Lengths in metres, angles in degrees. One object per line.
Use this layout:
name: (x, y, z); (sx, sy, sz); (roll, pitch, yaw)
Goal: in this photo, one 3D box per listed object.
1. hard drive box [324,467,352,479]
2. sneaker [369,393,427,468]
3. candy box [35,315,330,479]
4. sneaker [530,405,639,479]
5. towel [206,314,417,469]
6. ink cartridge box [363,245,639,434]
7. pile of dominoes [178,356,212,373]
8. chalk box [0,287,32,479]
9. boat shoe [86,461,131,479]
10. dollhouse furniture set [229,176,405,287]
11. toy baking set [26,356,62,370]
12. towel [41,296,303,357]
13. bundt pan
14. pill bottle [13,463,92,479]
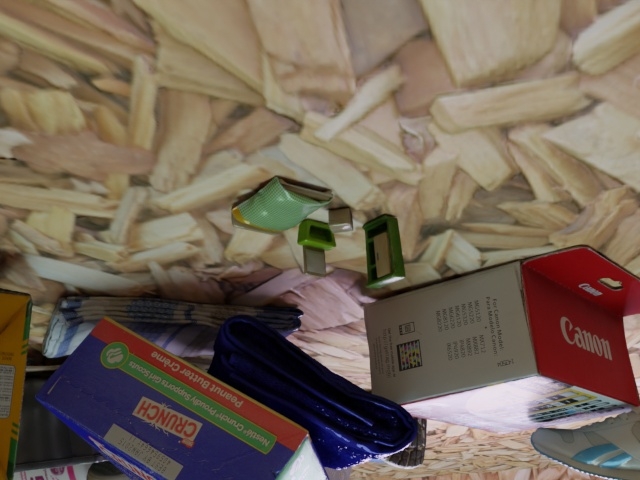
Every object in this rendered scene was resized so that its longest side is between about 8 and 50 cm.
hard drive box: (-0.084, 0.318, 1.431); (0.181, 0.089, 0.232); (-13, 123, 27)
sneaker: (0.049, 0.324, 1.617); (0.330, 0.130, 0.147); (20, 158, -30)
candy box: (-0.126, 0.247, 1.024); (0.268, 0.122, 0.317); (26, 158, 23)
sneaker: (0.370, 0.247, 1.116); (0.228, 0.092, 0.087); (3, 167, 31)
towel: (-0.033, 0.194, 1.051); (0.227, 0.076, 0.308); (32, 160, 1)
ink cartridge box: (0.249, 0.131, 1.080); (0.271, 0.130, 0.309); (-19, 154, 33)
pile of dominoes: (-0.130, 0.238, 1.275); (0.251, 0.040, 0.196); (5, 138, 14)
chalk box: (-0.422, 0.141, 0.899); (0.180, 0.179, 0.289); (12, 164, -34)
boat shoe: (-0.231, 0.420, 1.567); (0.186, 0.156, 0.500); (-7, 167, 12)
dollhouse furniture set: (0.000, 0.000, 0.785); (0.151, 0.059, 0.076); (13, 154, -37)
toy baking set: (-0.434, 0.158, 1.151); (0.256, 0.030, 0.197); (-5, 171, -15)
towel: (-0.183, 0.113, 1.104); (0.284, 0.034, 0.209); (5, 159, -22)
bundt pan: (-0.411, 0.258, 1.288); (0.330, 0.124, 0.331); (-7, 169, -1)
pill bottle: (-0.484, 0.402, 1.658); (0.283, 0.161, 0.160); (-14, 158, 26)
